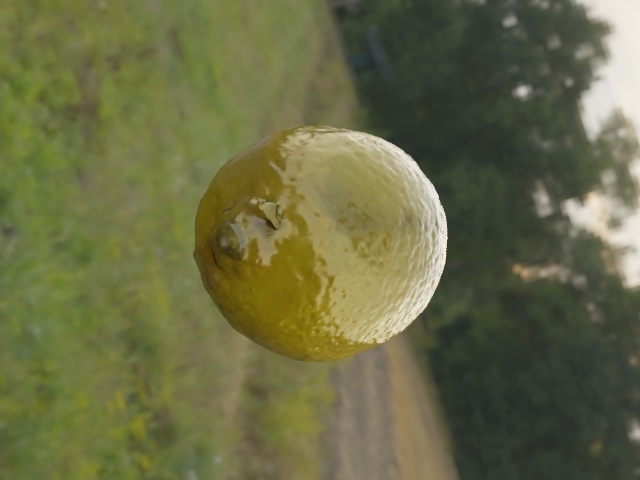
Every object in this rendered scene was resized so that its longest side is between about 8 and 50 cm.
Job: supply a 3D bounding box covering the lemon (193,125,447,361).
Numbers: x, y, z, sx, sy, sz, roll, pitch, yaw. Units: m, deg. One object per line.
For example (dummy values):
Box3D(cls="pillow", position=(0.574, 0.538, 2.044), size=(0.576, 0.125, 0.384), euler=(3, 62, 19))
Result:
Box3D(cls="lemon", position=(0.000, 0.000, 1.490), size=(0.257, 0.188, 0.188), euler=(-3, 72, -52))
